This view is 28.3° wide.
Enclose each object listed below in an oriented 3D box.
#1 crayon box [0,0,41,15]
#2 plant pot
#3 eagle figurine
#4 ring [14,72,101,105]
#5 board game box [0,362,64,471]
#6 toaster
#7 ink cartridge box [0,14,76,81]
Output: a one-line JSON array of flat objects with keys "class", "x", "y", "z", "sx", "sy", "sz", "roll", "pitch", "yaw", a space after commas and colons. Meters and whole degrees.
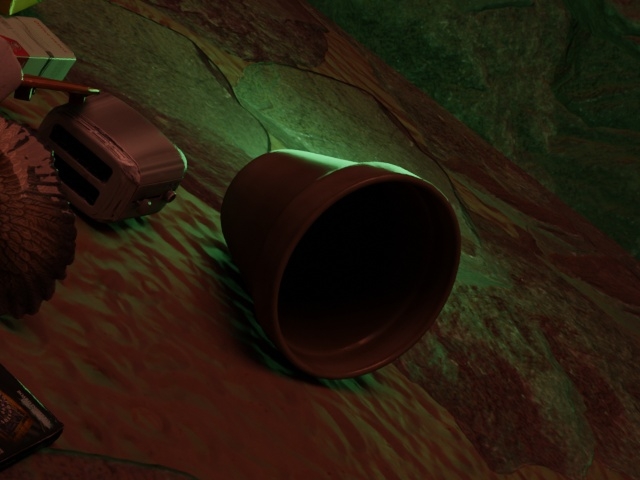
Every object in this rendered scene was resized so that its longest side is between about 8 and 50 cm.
[{"class": "crayon box", "x": -0.553, "y": -0.450, "z": 2.074, "sx": 0.202, "sy": 0.081, "sz": 0.318, "roll": 18, "pitch": 22, "yaw": 4}, {"class": "plant pot", "x": 0.000, "y": 0.000, "z": 1.881, "sx": 0.323, "sy": 0.323, "sz": 0.280, "roll": 19, "pitch": 13, "yaw": -40}, {"class": "eagle figurine", "x": -0.419, "y": -0.071, "z": 1.456, "sx": 0.225, "sy": 0.226, "sz": 0.298, "roll": 76, "pitch": -8, "yaw": -52}, {"class": "ring", "x": -0.465, "y": -0.219, "z": 1.709, "sx": 0.336, "sy": 0.032, "sz": 0.336, "roll": 11, "pitch": 6, "yaw": -1}, {"class": "board game box", "x": -0.368, "y": 0.157, "z": 1.319, "sx": 0.186, "sy": 0.026, "sz": 0.126, "roll": 42, "pitch": 22, "yaw": 11}, {"class": "toaster", "x": -0.314, "y": -0.123, "z": 1.819, "sx": 0.227, "sy": 0.129, "sz": 0.146, "roll": 41, "pitch": 24, "yaw": 9}, {"class": "ink cartridge box", "x": -0.477, "y": -0.300, "z": 1.997, "sx": 0.109, "sy": 0.063, "sz": 0.150, "roll": 44, "pitch": 23, "yaw": 16}]
